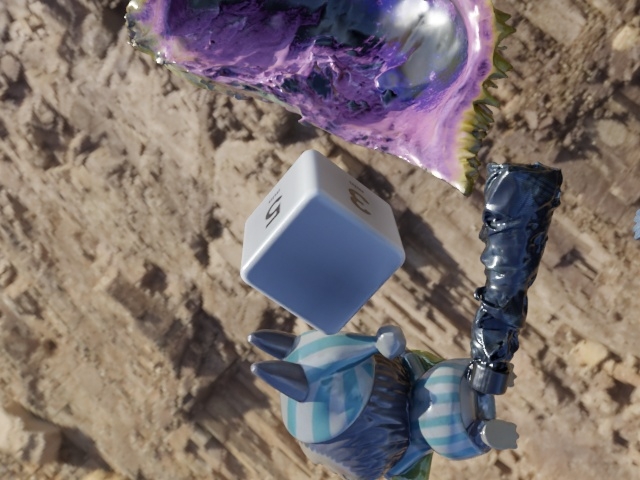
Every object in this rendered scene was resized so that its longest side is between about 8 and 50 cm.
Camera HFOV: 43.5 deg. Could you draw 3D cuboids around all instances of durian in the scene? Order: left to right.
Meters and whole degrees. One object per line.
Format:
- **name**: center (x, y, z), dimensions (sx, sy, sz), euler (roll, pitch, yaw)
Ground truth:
- **durian**: center (0.004, -0.135, 0.543), dimensions (0.261, 0.153, 0.186), euler (26, 175, 7)

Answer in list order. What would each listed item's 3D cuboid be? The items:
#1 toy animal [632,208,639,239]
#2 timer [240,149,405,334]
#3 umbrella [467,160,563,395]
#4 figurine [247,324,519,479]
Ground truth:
- **toy animal**: center (0.408, -0.067, 0.807), dimensions (0.062, 0.108, 0.220), euler (33, 142, -20)
- **timer**: center (0.000, 0.000, 1.298), dimensions (0.192, 0.195, 0.194), euler (35, 110, -18)
- **umbrella**: center (0.175, 0.035, 0.760), dimensions (0.071, 0.080, 0.224), euler (-156, 71, -63)
- **figurine**: center (0.059, 0.265, 1.304), dimensions (0.378, 0.266, 0.361), euler (16, 155, -36)
